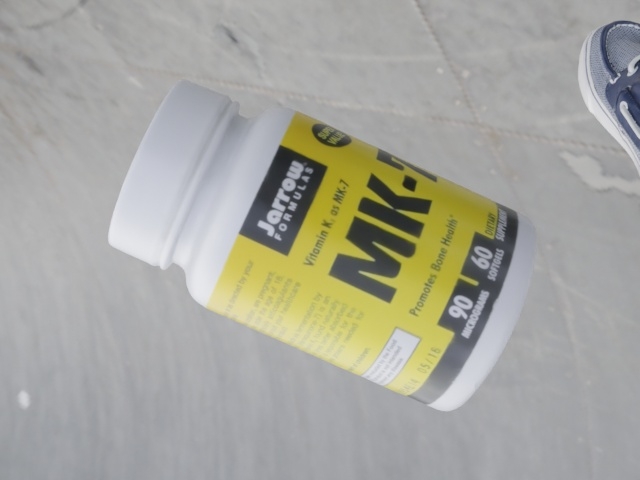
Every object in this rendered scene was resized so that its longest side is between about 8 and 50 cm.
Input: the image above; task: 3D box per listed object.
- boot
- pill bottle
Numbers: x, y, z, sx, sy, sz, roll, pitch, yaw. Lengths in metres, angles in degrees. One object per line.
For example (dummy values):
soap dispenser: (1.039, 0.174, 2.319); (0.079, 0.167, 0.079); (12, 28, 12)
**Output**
boot: (0.198, -0.082, 0.572); (0.069, 0.190, 0.086); (-8, 139, -7)
pill bottle: (0.000, 0.000, 0.568); (0.208, 0.119, 0.119); (24, 162, -4)
